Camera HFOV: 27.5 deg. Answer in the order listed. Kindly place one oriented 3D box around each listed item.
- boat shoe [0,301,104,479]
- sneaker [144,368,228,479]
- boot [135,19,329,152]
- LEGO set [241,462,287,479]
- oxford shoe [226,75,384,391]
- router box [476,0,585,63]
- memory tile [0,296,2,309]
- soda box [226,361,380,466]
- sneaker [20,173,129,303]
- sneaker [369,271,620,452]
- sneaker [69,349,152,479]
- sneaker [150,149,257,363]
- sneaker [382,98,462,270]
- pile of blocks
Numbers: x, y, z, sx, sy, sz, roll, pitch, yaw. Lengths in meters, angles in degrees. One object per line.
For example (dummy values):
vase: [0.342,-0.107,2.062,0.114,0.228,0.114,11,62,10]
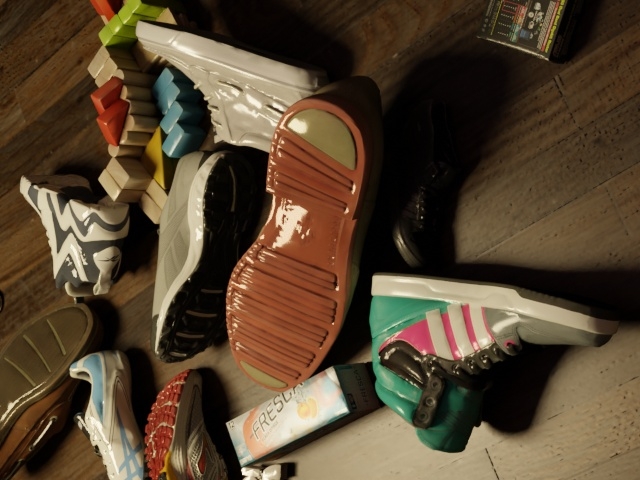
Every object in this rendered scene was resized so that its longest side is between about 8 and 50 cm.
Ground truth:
boat shoe: [-0.393,0.212,1.781,0.307,0.104,0.110,-46,52,7]
sneaker: [-0.164,0.271,1.619,0.088,0.093,0.225,-27,57,55]
boot: [-0.119,-0.176,1.554,0.258,0.095,0.123,21,105,23]
LEGO set: [-0.105,0.376,1.550,0.093,0.087,0.227,4,91,25]
oxford shoe: [0.000,0.000,1.472,0.140,0.146,0.397,27,124,11]
router box: [0.224,-0.252,1.341,0.092,0.038,0.122,26,106,36]
memory tile: [-0.529,0.105,1.942,0.148,0.012,0.113,27,106,34]
soda box: [-0.022,0.202,1.512,0.183,0.063,0.058,-32,71,33]
sneaker: [-0.333,0.001,1.737,0.235,0.094,0.153,20,110,43]
sneaker: [0.161,0.130,1.329,0.296,0.124,0.178,5,87,46]
sneaker: [-0.266,0.257,1.678,0.086,0.085,0.237,-14,69,-7]
sneaker: [-0.156,0.019,1.609,0.108,0.100,0.271,17,94,46]
sneaker: [0.116,-0.060,1.415,0.089,0.051,0.170,-24,71,40]
pile of blocks: [-0.227,-0.203,1.646,0.149,0.113,0.362,-14,81,37]
